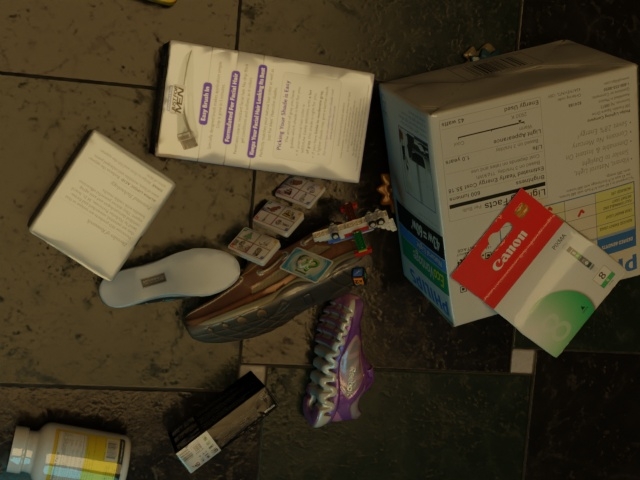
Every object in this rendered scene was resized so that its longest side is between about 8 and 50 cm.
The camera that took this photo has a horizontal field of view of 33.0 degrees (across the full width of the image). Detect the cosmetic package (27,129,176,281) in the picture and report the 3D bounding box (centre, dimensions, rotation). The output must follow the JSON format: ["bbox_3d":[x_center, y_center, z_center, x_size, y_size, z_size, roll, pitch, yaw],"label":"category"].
[{"bbox_3d":[-0.343,-0.058,1.687,0.151,0.151,0.184,33,88,-15],"label":"cosmetic package"}]

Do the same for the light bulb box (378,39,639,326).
[{"bbox_3d":[0.314,-0.101,1.770,0.358,0.225,0.361,-14,114,-12],"label":"light bulb box"}]

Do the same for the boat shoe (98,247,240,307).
[{"bbox_3d":[-0.243,0.065,1.755,0.228,0.076,0.080,-15,90,-3],"label":"boat shoe"}]

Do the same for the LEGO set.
[{"bbox_3d":[0.000,0.000,1.743,0.182,0.244,0.060,-51,143,-27],"label":"LEGO set"}]

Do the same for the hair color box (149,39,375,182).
[{"bbox_3d":[-0.096,-0.206,1.758,0.339,0.110,0.185,7,95,-16],"label":"hair color box"}]

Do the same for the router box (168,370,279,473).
[{"bbox_3d":[-0.161,0.294,1.775,0.179,0.133,0.046,-36,102,-8],"label":"router box"}]

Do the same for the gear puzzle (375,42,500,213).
[{"bbox_3d":[0.224,-0.181,1.871,0.339,0.044,0.175,-43,104,-7],"label":"gear puzzle"}]

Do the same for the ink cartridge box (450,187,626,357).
[{"bbox_3d":[0.342,0.053,1.684,0.224,0.056,0.181,35,97,-27],"label":"ink cartridge box"}]

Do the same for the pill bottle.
[{"bbox_3d":[-0.403,0.349,1.735,0.184,0.103,0.103,13,92,-14],"label":"pill bottle"}]

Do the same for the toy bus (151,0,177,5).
[{"bbox_3d":[-0.239,-0.484,1.643,0.149,0.211,0.220,17,93,-16],"label":"toy bus"}]

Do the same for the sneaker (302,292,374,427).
[{"bbox_3d":[0.045,0.206,1.846,0.104,0.095,0.236,9,98,-21],"label":"sneaker"}]

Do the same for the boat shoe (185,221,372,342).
[{"bbox_3d":[-0.077,0.069,1.797,0.324,0.123,0.116,-23,67,-7],"label":"boat shoe"}]
